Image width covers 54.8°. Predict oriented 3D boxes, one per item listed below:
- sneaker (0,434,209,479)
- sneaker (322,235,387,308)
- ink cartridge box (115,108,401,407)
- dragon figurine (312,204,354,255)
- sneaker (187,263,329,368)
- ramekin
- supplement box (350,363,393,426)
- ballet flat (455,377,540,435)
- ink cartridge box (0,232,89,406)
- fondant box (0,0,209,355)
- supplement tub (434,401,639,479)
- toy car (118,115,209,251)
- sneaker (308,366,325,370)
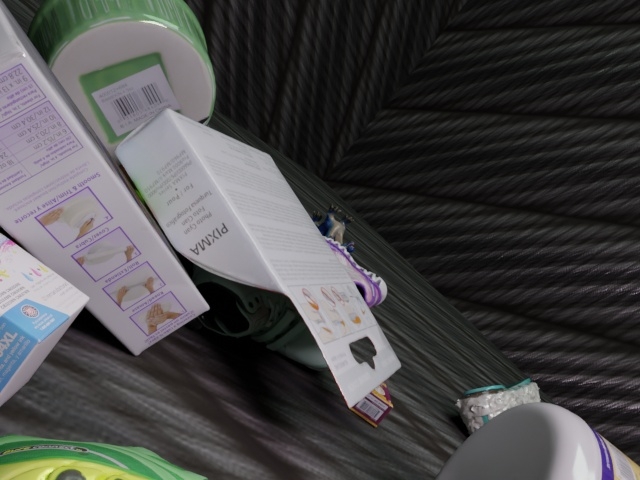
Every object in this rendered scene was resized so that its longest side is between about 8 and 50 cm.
[{"bbox_3d":[-0.078,0.184,0.370,0.123,0.109,0.295,17,-24,50],"label":"sneaker"},{"bbox_3d":[0.038,0.081,1.395,0.236,0.095,0.104,36,32,5],"label":"sneaker"},{"bbox_3d":[-0.057,0.035,0.793,0.385,0.091,0.308,58,13,12],"label":"ink cartridge box"},{"bbox_3d":[0.000,0.000,1.568,0.085,0.144,0.289,36,-24,-20],"label":"dragon figurine"},{"bbox_3d":[-0.072,0.116,0.813,0.256,0.094,0.151,39,16,-13],"label":"sneaker"},{"bbox_3d":[-0.320,-0.267,1.023,0.303,0.303,0.148,30,20,-43],"label":"ramekin"},{"bbox_3d":[0.072,0.233,0.934,0.055,0.043,0.083,36,9,-10],"label":"supplement box"},{"bbox_3d":[0.387,0.375,1.313,0.147,0.147,0.408,45,14,28],"label":"ballet flat"},{"bbox_3d":[-0.258,0.043,0.427,0.143,0.090,0.092,39,10,-8],"label":"ink cartridge box"},{"bbox_3d":[-0.247,-0.070,0.574,0.238,0.096,0.330,48,-12,37],"label":"fondant box"},{"bbox_3d":[0.278,0.347,0.601,0.331,0.241,0.241,39,10,-2],"label":"supplement tub"},{"bbox_3d":[-0.221,-0.106,0.945,0.149,0.188,0.155,35,11,-24],"label":"toy car"},{"bbox_3d":[-0.055,0.106,0.968,0.232,0.090,0.115,48,3,6],"label":"sneaker"}]
